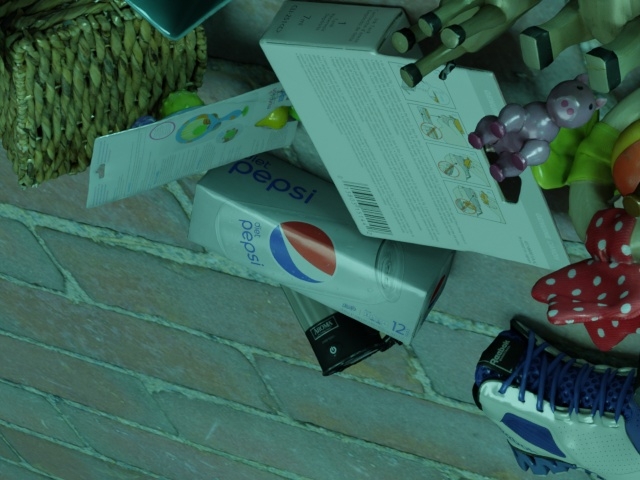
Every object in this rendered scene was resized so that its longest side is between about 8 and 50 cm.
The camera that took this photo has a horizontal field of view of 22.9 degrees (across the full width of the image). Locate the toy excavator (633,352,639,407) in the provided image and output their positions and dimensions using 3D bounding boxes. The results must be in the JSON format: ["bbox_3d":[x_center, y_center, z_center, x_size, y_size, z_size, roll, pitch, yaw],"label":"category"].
[{"bbox_3d":[0.532,0.041,1.242,0.445,0.222,0.433,19,153,-7],"label":"toy excavator"}]

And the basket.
[{"bbox_3d":[-0.246,-0.232,1.581,0.223,0.213,0.299,63,161,20],"label":"basket"}]

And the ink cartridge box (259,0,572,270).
[{"bbox_3d":[0.108,-0.099,1.537,0.261,0.066,0.296,11,147,34],"label":"ink cartridge box"}]

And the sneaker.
[{"bbox_3d":[0.273,0.179,1.769,0.182,0.127,0.315,41,153,-23],"label":"sneaker"}]

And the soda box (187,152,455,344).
[{"bbox_3d":[0.000,0.000,1.758,0.286,0.098,0.091,26,136,11],"label":"soda box"}]

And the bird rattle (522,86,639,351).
[{"bbox_3d":[0.253,-0.044,1.308,0.143,0.253,0.207,31,126,-21],"label":"bird rattle"}]

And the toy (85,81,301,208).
[{"bbox_3d":[-0.130,-0.117,1.604,0.137,0.237,0.056,111,139,-58],"label":"toy"}]

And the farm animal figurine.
[{"bbox_3d":[0.219,-0.175,1.178,0.330,0.172,0.327,40,152,29],"label":"farm animal figurine"}]

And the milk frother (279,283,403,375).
[{"bbox_3d":[0.036,0.075,1.880,0.135,0.129,0.143,64,-172,10],"label":"milk frother"}]

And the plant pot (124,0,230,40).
[{"bbox_3d":[-0.081,-0.310,1.189,0.165,0.234,0.165,39,153,-17],"label":"plant pot"}]
